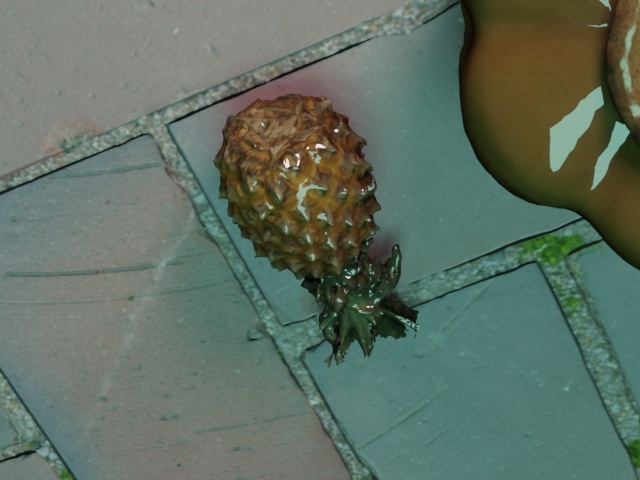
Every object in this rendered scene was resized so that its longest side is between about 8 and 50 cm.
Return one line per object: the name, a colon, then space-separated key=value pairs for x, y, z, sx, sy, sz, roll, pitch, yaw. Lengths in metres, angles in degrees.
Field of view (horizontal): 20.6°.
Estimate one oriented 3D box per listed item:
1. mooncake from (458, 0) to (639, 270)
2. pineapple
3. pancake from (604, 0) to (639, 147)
mooncake: x=0.340 y=-0.196 z=1.648 sx=0.467 sy=0.262 sz=0.467 roll=1 pitch=97 yaw=9
pineapple: x=0.000 y=0.000 z=1.927 sx=0.175 sy=0.175 sz=0.361 roll=-11 pitch=136 yaw=7
pancake: x=0.391 y=-0.160 z=1.496 sx=0.288 sy=0.033 sz=0.286 roll=39 pitch=101 yaw=5
